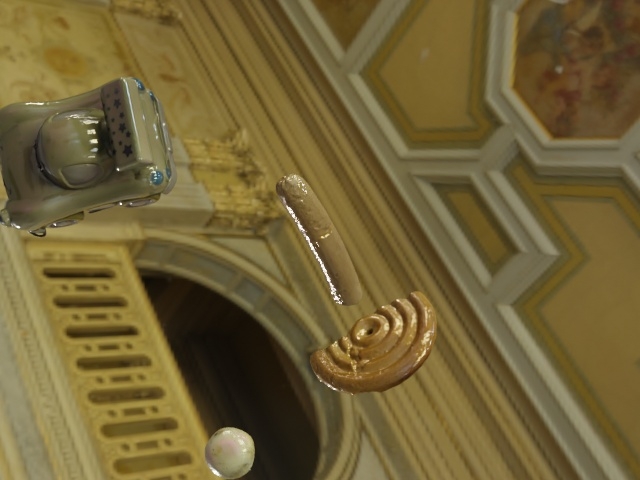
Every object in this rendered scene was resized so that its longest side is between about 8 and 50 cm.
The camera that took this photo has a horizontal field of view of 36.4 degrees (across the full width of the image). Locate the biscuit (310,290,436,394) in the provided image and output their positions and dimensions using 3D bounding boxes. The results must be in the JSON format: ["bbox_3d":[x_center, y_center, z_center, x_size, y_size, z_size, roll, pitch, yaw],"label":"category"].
[{"bbox_3d":[0.095,0.178,1.580,0.224,0.033,0.144,-30,-136,0],"label":"biscuit"}]

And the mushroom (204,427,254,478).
[{"bbox_3d":[-0.146,0.346,1.584,0.083,0.067,0.083,0,-90,18],"label":"mushroom"}]

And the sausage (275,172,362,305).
[{"bbox_3d":[0.002,0.000,1.710,0.066,0.301,0.066,-16,-138,15],"label":"sausage"}]

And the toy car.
[{"bbox_3d":[-0.458,-0.161,1.809,0.336,0.226,0.242,-13,-97,6],"label":"toy car"}]
